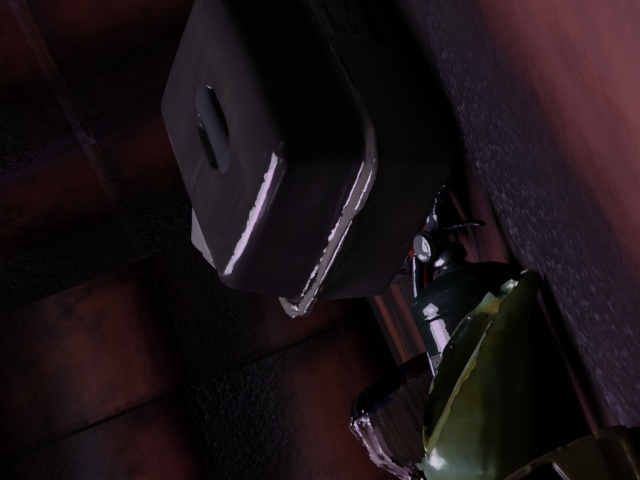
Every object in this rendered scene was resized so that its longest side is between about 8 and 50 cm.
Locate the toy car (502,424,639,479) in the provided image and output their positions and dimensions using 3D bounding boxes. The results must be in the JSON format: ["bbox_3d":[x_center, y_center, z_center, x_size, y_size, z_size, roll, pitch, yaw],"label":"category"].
[{"bbox_3d":[0.160,0.195,0.906,0.257,0.124,0.101,76,173,-72],"label":"toy car"}]

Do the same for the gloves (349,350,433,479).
[{"bbox_3d":[0.138,0.244,1.203,0.210,0.135,0.312,-21,-93,-58],"label":"gloves"}]

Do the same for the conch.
[{"bbox_3d":[0.112,0.123,1.003,0.095,0.079,0.201,-9,66,55],"label":"conch"}]

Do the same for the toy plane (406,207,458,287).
[{"bbox_3d":[0.101,-0.008,1.354,0.189,0.061,0.130,64,-178,-52],"label":"toy plane"}]

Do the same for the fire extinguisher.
[{"bbox_3d":[0.131,0.098,1.090,0.118,0.093,0.294,-27,84,56],"label":"fire extinguisher"}]

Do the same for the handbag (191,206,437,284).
[{"bbox_3d":[0.000,0.000,1.486,0.219,0.256,0.079,-132,42,-55],"label":"handbag"}]

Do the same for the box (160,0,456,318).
[{"bbox_3d":[-0.020,-0.095,1.231,0.221,0.166,0.290,-65,36,40],"label":"box"}]
